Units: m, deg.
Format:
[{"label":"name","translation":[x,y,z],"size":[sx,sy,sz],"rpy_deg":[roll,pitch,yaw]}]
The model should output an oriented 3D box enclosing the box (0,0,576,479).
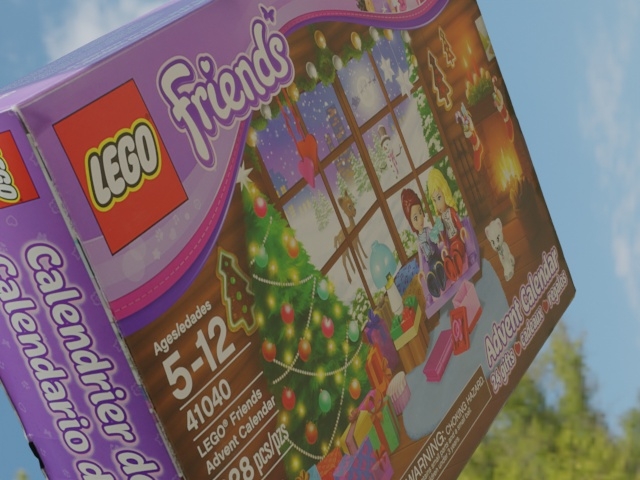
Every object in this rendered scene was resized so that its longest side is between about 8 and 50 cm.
[{"label":"box","translation":[0.000,0.000,0.490],"size":[0.293,0.057,0.200],"rpy_deg":[-44,-63,-53]}]
